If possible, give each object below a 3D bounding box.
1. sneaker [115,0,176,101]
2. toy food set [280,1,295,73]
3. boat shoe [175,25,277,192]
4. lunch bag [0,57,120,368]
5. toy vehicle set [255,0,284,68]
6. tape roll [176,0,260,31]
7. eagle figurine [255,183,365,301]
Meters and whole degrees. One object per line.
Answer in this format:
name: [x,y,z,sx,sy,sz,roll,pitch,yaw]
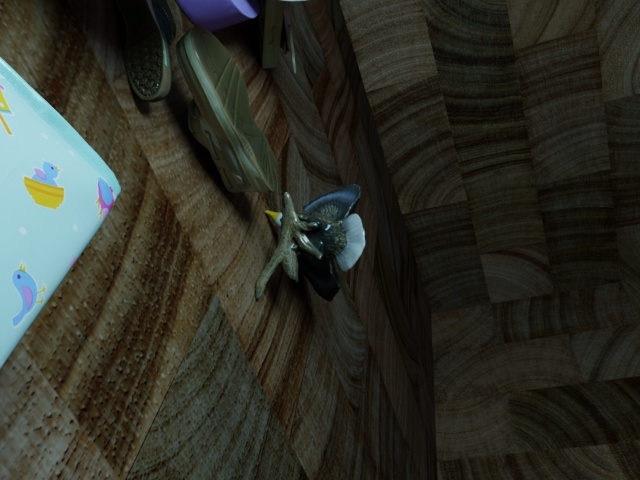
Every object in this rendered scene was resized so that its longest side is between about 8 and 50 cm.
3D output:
sneaker: [-0.225,-0.279,0.810,0.086,0.064,0.192,-5,80,-69]
toy food set: [-0.083,-0.470,1.285,0.132,0.039,0.192,84,-1,-54]
boat shoe: [-0.158,-0.182,0.912,0.302,0.098,0.109,65,24,-48]
lunch bag: [-0.273,-0.041,0.318,0.262,0.160,0.223,55,28,-28]
toy vehicle set: [-0.110,-0.500,1.225,0.267,0.035,0.165,118,-36,-74]
tape roll: [-0.200,-0.516,1.034,0.275,0.090,0.274,-13,90,-74]
eagle figurine: [-0.007,-0.008,1.154,0.225,0.226,0.298,61,17,15]
